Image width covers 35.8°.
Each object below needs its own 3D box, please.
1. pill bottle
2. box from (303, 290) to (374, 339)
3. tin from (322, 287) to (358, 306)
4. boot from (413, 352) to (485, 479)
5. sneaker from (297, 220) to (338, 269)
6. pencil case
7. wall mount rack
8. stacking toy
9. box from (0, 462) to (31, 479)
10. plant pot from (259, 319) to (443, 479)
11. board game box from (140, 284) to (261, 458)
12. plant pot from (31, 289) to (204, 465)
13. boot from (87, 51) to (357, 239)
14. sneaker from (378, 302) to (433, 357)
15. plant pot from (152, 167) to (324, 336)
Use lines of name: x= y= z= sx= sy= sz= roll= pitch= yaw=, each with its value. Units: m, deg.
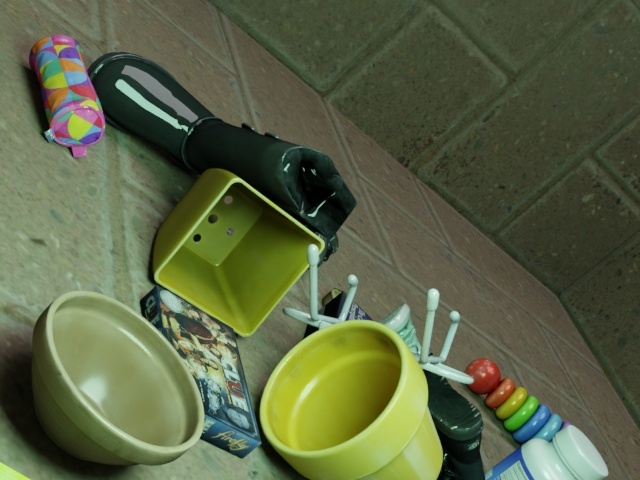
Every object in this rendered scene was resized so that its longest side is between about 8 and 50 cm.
pill bottle: x=0.392 y=0.466 z=1.847 sx=0.152 sy=0.272 sz=0.152 roll=43 pitch=18 yaw=-17
box: x=0.060 y=0.230 z=1.857 sx=0.184 sy=0.103 sz=0.261 roll=47 pitch=17 yaw=-10
tin: x=0.062 y=0.178 z=2.080 sx=0.106 sy=0.040 sz=0.190 roll=37 pitch=20 yaw=-43
boot: x=0.201 y=0.336 z=1.720 sx=0.246 sy=0.094 sz=0.207 roll=40 pitch=-35 yaw=51
sneaker: x=0.000 y=0.000 z=2.208 sx=0.106 sy=0.101 sz=0.267 roll=44 pitch=18 yaw=-18
pencil case: x=-0.441 y=-0.256 z=1.721 sx=0.104 sy=0.104 sz=0.236 roll=30 pitch=27 yaw=-45
wall mount rack: x=0.097 y=0.120 z=1.630 sx=0.350 sy=0.130 sz=0.304 roll=19 pitch=-3 yaw=18
stacking toy: x=0.489 y=0.419 z=2.445 sx=0.330 sy=0.141 sz=0.141 roll=44 pitch=17 yaw=7
box: x=-0.308 y=0.292 z=0.937 sx=0.109 sy=0.042 sz=0.178 roll=39 pitch=20 yaw=-24
plant pot: x=0.070 y=0.293 z=1.547 sx=0.239 sy=0.254 sz=0.254 roll=56 pitch=10 yaw=-35
board game box: x=-0.179 y=0.190 z=1.465 sx=0.165 sy=0.042 sz=0.243 roll=35 pitch=22 yaw=-36
plant pot: x=-0.261 y=0.182 z=1.177 sx=0.237 sy=0.110 sz=0.237 roll=43 pitch=17 yaw=-17
boot: x=-0.185 y=-0.178 z=1.792 sx=0.367 sy=0.146 sz=0.445 roll=31 pitch=0 yaw=-44
sneaker: x=0.183 y=0.221 z=2.090 sx=0.151 sy=0.094 sz=0.256 roll=55 pitch=-1 yaw=10
plant pot: x=-0.159 y=-0.004 z=1.686 sx=0.212 sy=0.212 sz=0.187 roll=37 pitch=7 yaw=-32
